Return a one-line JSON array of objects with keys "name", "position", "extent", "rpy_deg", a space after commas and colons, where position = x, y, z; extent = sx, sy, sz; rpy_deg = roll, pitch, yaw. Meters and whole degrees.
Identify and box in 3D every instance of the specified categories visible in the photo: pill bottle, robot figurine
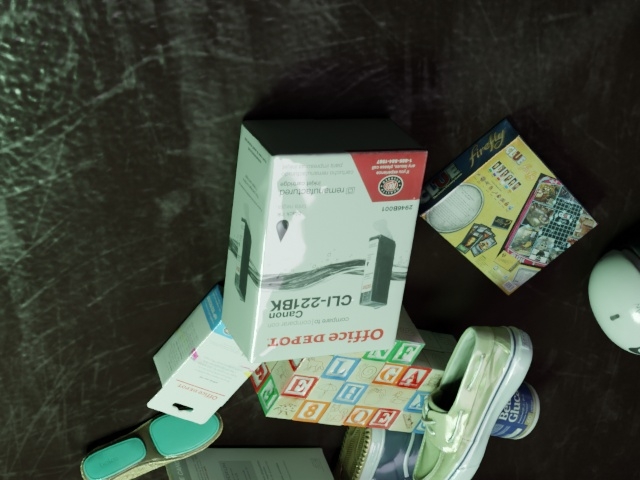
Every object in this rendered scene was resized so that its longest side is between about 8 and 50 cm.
[{"name": "pill bottle", "position": [0.248, 0.249, 1.795], "extent": [0.169, 0.094, 0.094], "rpy_deg": [16, 122, -35]}, {"name": "robot figurine", "position": [0.529, 0.056, 1.695], "extent": [0.278, 0.173, 0.209], "rpy_deg": [-26, 134, -2]}]

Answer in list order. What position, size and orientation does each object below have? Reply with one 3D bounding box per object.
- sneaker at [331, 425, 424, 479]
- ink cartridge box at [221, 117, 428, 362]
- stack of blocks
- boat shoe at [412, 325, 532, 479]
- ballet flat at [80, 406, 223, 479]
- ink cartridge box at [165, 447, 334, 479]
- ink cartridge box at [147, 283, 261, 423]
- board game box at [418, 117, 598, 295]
[{"name": "sneaker", "position": [0.098, 0.381, 1.843], "extent": [0.153, 0.099, 0.282], "rpy_deg": [2, 126, -24]}, {"name": "ink cartridge box", "position": [0.000, 0.000, 1.398], "extent": [0.197, 0.114, 0.273], "rpy_deg": [-4, 118, -23]}, {"name": "stack of blocks", "position": [0.072, 0.174, 1.649], "extent": [0.297, 0.087, 0.171], "rpy_deg": [12, 124, -33]}, {"name": "boat shoe", "position": [0.191, 0.239, 1.644], "extent": [0.094, 0.109, 0.302], "rpy_deg": [16, 113, -18]}, {"name": "ballet flat", "position": [-0.235, 0.288, 1.637], "extent": [0.206, 0.073, 0.067], "rpy_deg": [-18, 162, -5]}, {"name": "ink cartridge box", "position": [-0.087, 0.451, 1.669], "extent": [0.272, 0.309, 0.130], "rpy_deg": [7, 126, -29]}, {"name": "ink cartridge box", "position": [-0.146, 0.153, 1.545], "extent": [0.104, 0.061, 0.181], "rpy_deg": [27, 114, -38]}, {"name": "board game box", "position": [0.251, -0.039, 1.571], "extent": [0.165, 0.042, 0.243], "rpy_deg": [-39, 134, 12]}]
